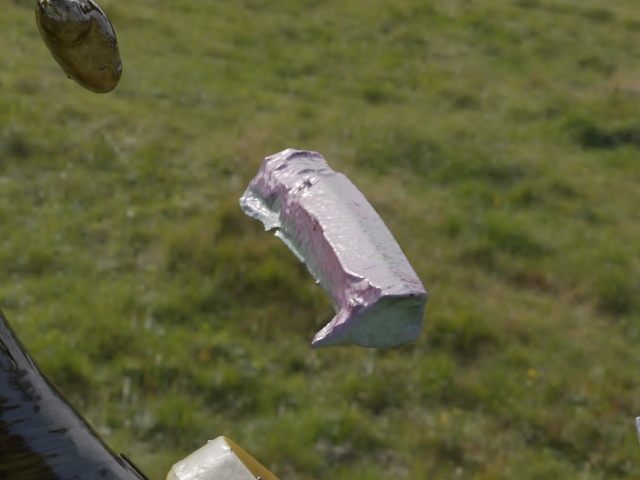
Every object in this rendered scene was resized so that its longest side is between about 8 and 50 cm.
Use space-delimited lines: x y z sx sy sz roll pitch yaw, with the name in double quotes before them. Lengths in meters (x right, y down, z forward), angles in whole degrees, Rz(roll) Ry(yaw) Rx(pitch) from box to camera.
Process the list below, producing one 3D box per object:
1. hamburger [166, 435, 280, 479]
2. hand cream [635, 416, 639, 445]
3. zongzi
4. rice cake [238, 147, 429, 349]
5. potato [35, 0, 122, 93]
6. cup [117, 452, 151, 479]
"hamburger" -0.078 0.368 2.002 0.295 0.151 0.227 41 0 43
"hand cream" 0.254 0.131 0.688 0.248 0.083 0.133 2 50 -10
"zongzi" -0.188 0.095 1.098 0.241 0.248 0.111 3 24 -4
"rice cake" 0.002 -0.001 1.157 0.081 0.051 0.290 -13 25 -8
"potato" -0.153 -0.131 1.074 0.045 0.046 0.092 13 -25 28
"cup" -0.139 0.265 1.360 0.177 0.239 0.166 51 38 4
